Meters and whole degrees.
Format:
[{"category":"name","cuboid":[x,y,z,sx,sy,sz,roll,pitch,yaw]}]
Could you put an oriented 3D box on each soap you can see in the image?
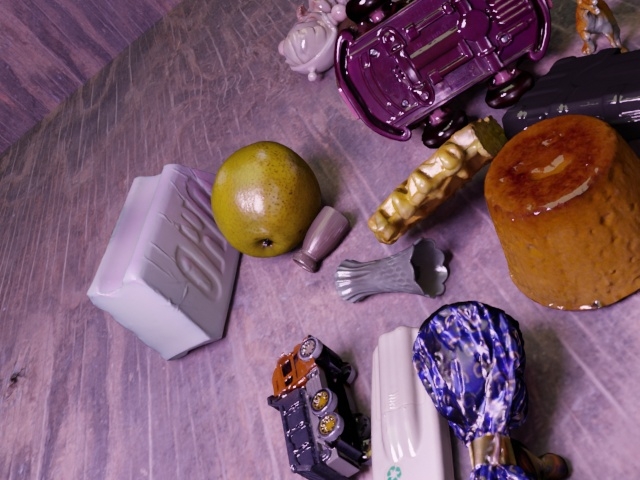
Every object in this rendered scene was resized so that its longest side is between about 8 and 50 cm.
[{"category":"soap","cuboid":[-0.240,0.012,1.205,0.115,0.208,0.346,-23,37,24]}]

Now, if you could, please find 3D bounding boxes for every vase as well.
[{"category":"vase","cuboid":[0.000,0.000,1.114,0.053,0.053,0.100,19,71,53]},{"category":"vase","cuboid":[0.088,0.046,0.954,0.149,0.081,0.081,-13,44,42]}]

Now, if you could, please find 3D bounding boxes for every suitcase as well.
[{"category":"suitcase","cuboid":[0.386,-0.184,0.858,0.286,0.066,0.206,-3,31,44]}]

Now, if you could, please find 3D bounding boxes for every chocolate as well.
[{"category":"chocolate","cuboid":[0.160,0.219,0.655,0.149,0.126,0.343,8,47,-6]}]

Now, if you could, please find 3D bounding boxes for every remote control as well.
[{"category":"remote control","cuboid":[0.096,0.198,0.796,0.090,0.049,0.230,-28,38,25]}]

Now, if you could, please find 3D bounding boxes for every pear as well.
[{"category":"pear","cuboid":[-0.092,-0.068,1.162,0.198,0.198,0.198,-27,37,22]}]

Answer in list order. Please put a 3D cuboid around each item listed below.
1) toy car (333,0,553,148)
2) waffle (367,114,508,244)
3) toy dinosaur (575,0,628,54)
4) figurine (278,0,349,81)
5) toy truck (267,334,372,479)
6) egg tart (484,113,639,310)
[{"category":"toy car","cuboid":[0.182,-0.316,1.133,0.341,0.271,0.240,-29,16,15]},{"category":"waffle","cuboid":[0.138,-0.066,0.922,0.219,0.057,0.229,-43,-6,26]},{"category":"toy dinosaur","cuboid":[0.379,-0.325,1.005,0.057,0.142,0.212,-24,35,23]},{"category":"figurine","cuboid":[-0.012,-0.452,1.569,0.182,0.144,0.256,5,51,24]},{"category":"toy truck","cuboid":[-0.001,0.209,0.854,0.092,0.083,0.192,-39,34,15]},{"category":"egg tart","cuboid":[0.276,-0.037,0.785,0.203,0.147,0.202,-26,39,24]}]
